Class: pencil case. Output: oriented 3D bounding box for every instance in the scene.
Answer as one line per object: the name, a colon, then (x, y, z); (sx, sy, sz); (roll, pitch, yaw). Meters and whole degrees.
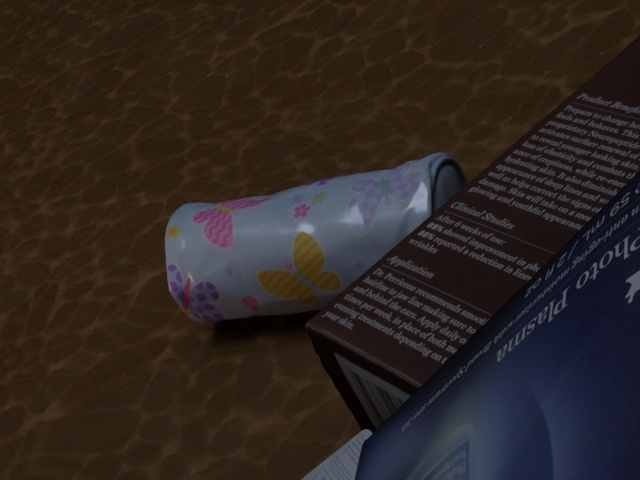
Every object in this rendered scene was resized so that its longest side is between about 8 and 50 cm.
pencil case: (0.000, 0.000, 1.093); (0.273, 0.113, 0.124); (-11, 27, 23)

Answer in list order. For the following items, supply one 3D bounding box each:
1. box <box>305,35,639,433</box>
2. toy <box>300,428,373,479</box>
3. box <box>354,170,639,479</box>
box: (0.199, 0.017, 0.911); (0.381, 0.143, 0.191); (-41, 35, -18)
toy: (-0.022, 0.245, 0.822); (0.237, 0.056, 0.137); (-36, 37, -7)
box: (0.136, 0.167, 0.582); (0.296, 0.183, 0.294); (-52, 15, 39)
